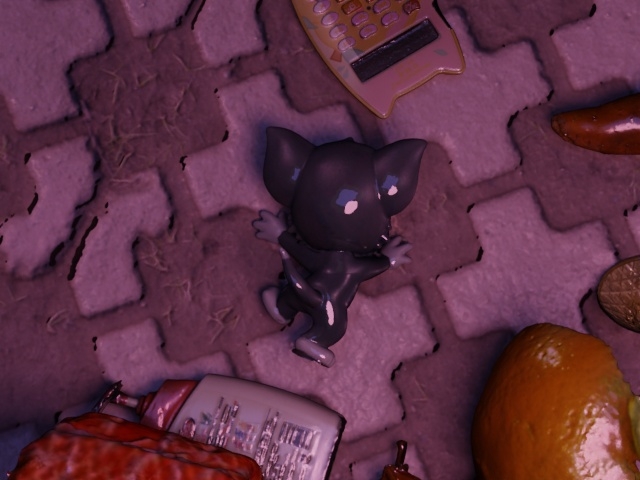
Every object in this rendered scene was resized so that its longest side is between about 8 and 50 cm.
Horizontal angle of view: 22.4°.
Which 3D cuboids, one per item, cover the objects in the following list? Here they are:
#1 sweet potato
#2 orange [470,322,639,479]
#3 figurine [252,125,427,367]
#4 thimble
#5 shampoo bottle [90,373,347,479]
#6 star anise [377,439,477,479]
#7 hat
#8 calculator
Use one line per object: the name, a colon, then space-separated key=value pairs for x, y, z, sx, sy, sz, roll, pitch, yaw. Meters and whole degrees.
sweet potato: x=0.451 y=-0.159 z=1.870 sx=0.359 sy=0.112 sz=0.112 roll=-19 pitch=80 yaw=-7
orange: x=0.269 y=0.250 z=1.699 sx=0.196 sy=0.262 sz=0.335 roll=-13 pitch=89 yaw=-19
figurine: x=-0.002 y=0.002 z=1.826 sx=0.193 sy=0.140 sz=0.265 roll=14 pitch=64 yaw=19
thimble: x=-0.207 y=0.360 z=1.652 sx=0.230 sy=0.350 sz=0.350 roll=15 pitch=79 yaw=6
shampoo bottle: x=-0.121 y=0.220 z=1.814 sx=0.284 sy=0.071 sz=0.153 roll=19 pitch=82 yaw=6
star anise: x=0.118 y=0.354 z=1.765 sx=0.190 sy=0.126 sz=0.220 roll=29 pitch=52 yaw=5
hat: x=0.388 y=0.086 z=1.848 sx=0.146 sy=0.067 sz=0.146 roll=-3 pitch=37 yaw=3
calculator: x=0.061 y=-0.265 z=1.928 sx=0.157 sy=0.033 sz=0.236 roll=-30 pitch=78 yaw=-5
